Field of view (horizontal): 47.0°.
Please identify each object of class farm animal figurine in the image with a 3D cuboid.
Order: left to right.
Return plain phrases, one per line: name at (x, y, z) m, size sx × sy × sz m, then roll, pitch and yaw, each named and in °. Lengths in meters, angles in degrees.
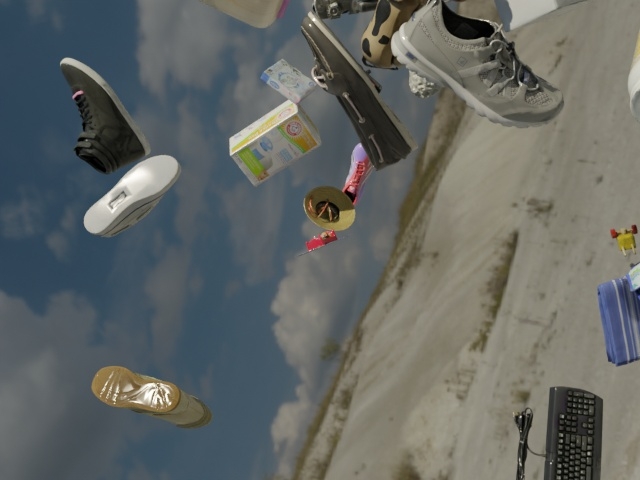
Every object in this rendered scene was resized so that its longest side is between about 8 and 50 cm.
farm animal figurine at (0.148, -0.474, 1.410) m, size 0.330 × 0.172 × 0.327 m, roll 49°, pitch 137°, yaw 47°

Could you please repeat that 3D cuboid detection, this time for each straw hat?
straw hat at (0.013, -0.071, 1.921) m, size 0.061 × 0.144 × 0.144 m, roll -52°, pitch 15°, yaw 53°

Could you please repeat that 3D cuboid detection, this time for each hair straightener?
hair straightener at (0.118, -0.540, 2.367) m, size 0.089 × 0.230 × 0.047 m, roll -4°, pitch -48°, yaw -50°

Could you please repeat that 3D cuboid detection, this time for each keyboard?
keyboard at (0.529, 0.487, 1.649) m, size 0.033 × 0.201 × 0.317 m, roll 81°, pitch -164°, yaw -76°

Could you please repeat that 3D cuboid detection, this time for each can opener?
can opener at (0.116, -0.651, 1.956) m, size 0.095 × 0.283 × 0.076 m, roll -111°, pitch 11°, yaw -60°

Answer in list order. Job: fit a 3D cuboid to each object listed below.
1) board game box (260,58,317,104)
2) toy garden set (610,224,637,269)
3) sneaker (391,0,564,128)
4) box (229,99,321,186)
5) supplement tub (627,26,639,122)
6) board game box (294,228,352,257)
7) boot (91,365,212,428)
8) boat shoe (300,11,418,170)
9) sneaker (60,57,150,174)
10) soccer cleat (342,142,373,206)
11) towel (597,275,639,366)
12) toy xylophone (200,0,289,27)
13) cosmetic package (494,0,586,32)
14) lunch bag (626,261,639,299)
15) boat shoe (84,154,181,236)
board game box at (-0.062, -0.316, 1.462) m, size 0.020 × 0.090 × 0.090 m, roll -55°, pitch -2°, yaw 38°
toy garden set at (0.917, 0.039, 1.992) m, size 0.049 × 0.204 × 0.244 m, roll 55°, pitch -154°, yaw -56°
sneaker at (0.247, -0.258, 1.077) m, size 0.115 × 0.281 × 0.105 m, roll 127°, pitch 159°, yaw -47°
box at (-0.114, -0.247, 1.837) m, size 0.114 × 0.203 × 0.103 m, roll 53°, pitch -167°, yaw -30°
supplement tub at (0.972, -0.479, 1.992) m, size 0.241 × 0.241 × 0.331 m, roll 79°, pitch -150°, yaw -56°
board game box at (0.000, 0.000, 1.790) m, size 0.033 × 0.133 × 0.169 m, roll 68°, pitch 163°, yaw 2°
boot at (-0.413, 0.392, 1.816) m, size 0.203 × 0.262 × 0.095 m, roll 53°, pitch -132°, yaw -57°
boat shoe at (0.054, -0.248, 1.300) m, size 0.335 × 0.095 × 0.112 m, roll 45°, pitch -169°, yaw -35°
sneaker at (-0.551, -0.287, 1.760) m, size 0.147 × 0.104 × 0.296 m, roll -47°, pitch -69°, yaw -31°
soccer cleat at (0.125, -0.216, 2.524) m, size 0.095 × 0.083 × 0.248 m, roll -61°, pitch -11°, yaw -55°
towel at (0.934, 0.193, 2.049) m, size 0.040 × 0.336 × 0.243 m, roll -154°, pitch 50°, yaw -76°
toy xylophone at (-0.212, -0.626, 1.718) m, size 0.236 × 0.323 × 0.081 m, roll -40°, pitch 27°, yaw 54°
cosmetic package at (0.458, -0.577, 1.526) m, size 0.225 × 0.138 × 0.224 m, roll -25°, pitch -83°, yaw -38°
lunch bag at (0.600, 0.066, 1.236) m, size 0.129 × 0.096 × 0.151 m, roll -51°, pitch 33°, yaw 26°
boat shoe at (-0.432, -0.097, 1.742) m, size 0.267 × 0.096 × 0.088 m, roll -41°, pitch -20°, yaw 3°
